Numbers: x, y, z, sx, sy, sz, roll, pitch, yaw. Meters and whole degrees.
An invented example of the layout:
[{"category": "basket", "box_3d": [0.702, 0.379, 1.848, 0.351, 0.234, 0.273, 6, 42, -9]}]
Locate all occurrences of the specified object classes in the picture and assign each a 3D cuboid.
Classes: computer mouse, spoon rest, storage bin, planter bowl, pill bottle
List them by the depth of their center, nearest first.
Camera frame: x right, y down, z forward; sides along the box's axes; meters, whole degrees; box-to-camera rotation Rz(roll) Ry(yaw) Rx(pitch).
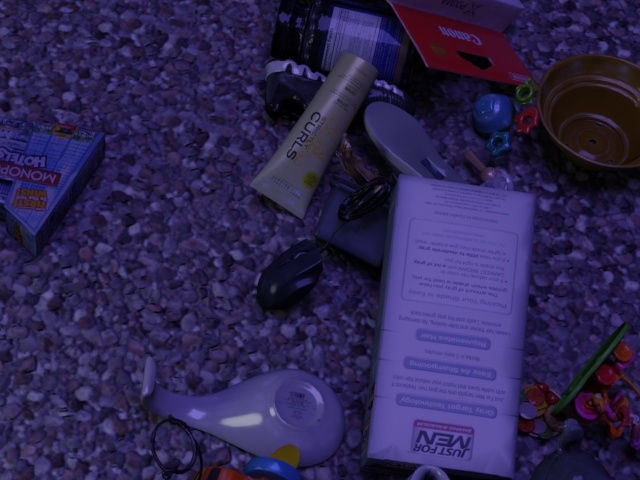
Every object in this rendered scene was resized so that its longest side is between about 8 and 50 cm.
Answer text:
[{"category": "spoon rest", "box_3d": [-0.100, 0.213, 1.777, 0.276, 0.084, 0.137, 14, 56, -15]}, {"category": "computer mouse", "box_3d": [0.000, 0.000, 1.871, 0.242, 0.041, 0.071, -47, 40, 3]}, {"category": "storage bin", "box_3d": [0.057, -0.019, 1.943, 0.135, 0.098, 0.091, 27, 84, 9]}, {"category": "planter bowl", "box_3d": [0.420, -0.171, 2.087, 0.217, 0.090, 0.217, 4, 55, -6]}, {"category": "pill bottle", "box_3d": [0.040, -0.301, 2.101, 0.219, 0.123, 0.123, 13, 56, 1]}]

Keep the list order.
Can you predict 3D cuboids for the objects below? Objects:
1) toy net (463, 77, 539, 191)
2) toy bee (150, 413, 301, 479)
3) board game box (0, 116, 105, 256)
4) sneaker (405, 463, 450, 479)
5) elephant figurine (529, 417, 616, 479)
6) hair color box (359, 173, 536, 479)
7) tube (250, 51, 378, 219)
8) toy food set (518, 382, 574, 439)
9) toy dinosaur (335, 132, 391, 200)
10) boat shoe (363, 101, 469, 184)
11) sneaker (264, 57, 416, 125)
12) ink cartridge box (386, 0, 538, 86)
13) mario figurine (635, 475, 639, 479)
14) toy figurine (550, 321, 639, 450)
[{"category": "toy net", "box_3d": [0.269, -0.124, 2.041, 0.122, 0.045, 0.232, -8, 62, 31]}, {"category": "toy bee", "box_3d": [-0.093, 0.314, 1.675, 0.298, 0.162, 0.195, 50, 52, -5]}, {"category": "board game box", "box_3d": [-0.417, -0.079, 1.927, 0.194, 0.060, 0.194, 11, 55, 0]}, {"category": "sneaker", "box_3d": [0.118, 0.401, 1.620, 0.102, 0.161, 0.282, 2, 59, -8]}, {"category": "elephant figurine", "box_3d": [0.268, 0.375, 1.651, 0.186, 0.169, 0.239, 44, 57, 14]}, {"category": "hair color box", "box_3d": [0.165, 0.117, 1.787, 0.185, 0.113, 0.375, 8, 72, -2]}, {"category": "tube", "box_3d": [-0.001, -0.154, 1.982, 0.070, 0.062, 0.240, 29, 84, 23]}, {"category": "toy food set", "box_3d": [0.292, 0.226, 1.845, 0.082, 0.020, 0.083, -17, 61, -18]}, {"category": "toy dinosaur", "box_3d": [0.071, -0.079, 1.976, 0.053, 0.092, 0.183, -45, 111, 0]}, {"category": "boat shoe", "box_3d": [0.134, -0.099, 2.003, 0.079, 0.081, 0.227, -30, 72, -33]}, {"category": "sneaker", "box_3d": [0.022, -0.194, 2.060, 0.234, 0.078, 0.106, 13, 63, 0]}, {"category": "ink cartridge box", "box_3d": [0.207, -0.359, 2.110, 0.296, 0.066, 0.261, 3, 48, -48]}, {"category": "mario figurine", "box_3d": [0.471, 0.435, 1.697, 0.198, 0.170, 0.321, -24, 43, 19]}, {"category": "toy figurine", "box_3d": [0.409, 0.219, 1.812, 0.159, 0.130, 0.173, 41, 54, 8]}]
